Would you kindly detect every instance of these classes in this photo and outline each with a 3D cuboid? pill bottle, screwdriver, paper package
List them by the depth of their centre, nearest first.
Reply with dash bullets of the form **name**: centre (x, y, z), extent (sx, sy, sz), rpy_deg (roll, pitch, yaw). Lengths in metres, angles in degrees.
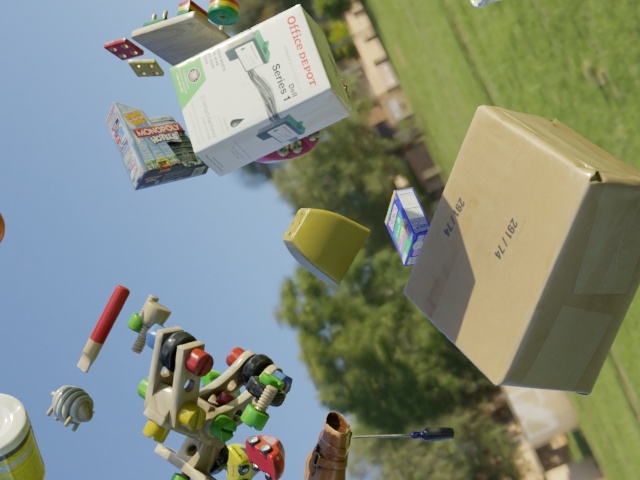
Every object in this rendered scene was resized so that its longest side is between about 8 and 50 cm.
- **paper package**: centre (0.298, 0.008, 1.635), extent (0.168, 0.325, 0.309), rpy_deg (8, -159, -28)
- **pill bottle**: centre (-0.507, 0.352, 1.859), extent (0.208, 0.119, 0.119), rpy_deg (87, 170, -45)
- **screwdriver**: centre (0.135, 0.319, 1.906), extent (0.025, 0.169, 0.024), rpy_deg (-28, -65, -83)

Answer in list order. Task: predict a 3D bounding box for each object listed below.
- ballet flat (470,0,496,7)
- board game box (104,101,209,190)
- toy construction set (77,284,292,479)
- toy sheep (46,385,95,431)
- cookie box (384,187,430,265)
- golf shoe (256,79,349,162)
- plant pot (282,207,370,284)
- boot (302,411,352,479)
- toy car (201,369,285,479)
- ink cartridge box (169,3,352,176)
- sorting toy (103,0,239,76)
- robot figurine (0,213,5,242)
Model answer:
- **ballet flat**: centre (0.270, -0.568, 2.207), extent (0.400, 0.139, 0.139), rpy_deg (41, -156, -53)
- **board game box**: centre (-0.352, -0.209, 2.421), extent (0.194, 0.060, 0.194), rpy_deg (-18, -116, -46)
- **toy construction set**: centre (-0.220, 0.240, 1.708), extent (0.308, 0.237, 0.257), rpy_deg (29, -177, 11)
- **toy sheep**: centre (-0.543, 0.359, 2.522), extent (0.132, 0.091, 0.091), rpy_deg (23, 166, 30)
- **cookie box**: centre (0.158, -0.025, 2.081), extent (0.092, 0.040, 0.107), rpy_deg (102, 154, -49)
- **golf shoe**: centre (-0.063, -0.218, 2.189), extent (0.115, 0.140, 0.306), rpy_deg (57, -137, -10)
- **plant pot**: centre (0.000, 0.000, 1.497), extent (0.083, 0.081, 0.081), rpy_deg (32, 173, -15)
- **boot**: centre (0.018, 0.365, 1.785), extent (0.073, 0.152, 0.197), rpy_deg (11, -164, -21)
- **toy car**: centre (-0.142, 0.325, 2.045), extent (0.225, 0.053, 0.239), rpy_deg (64, 151, 7)
- **ink cartridge box**: centre (-0.086, -0.216, 1.667), extent (0.092, 0.219, 0.160), rpy_deg (43, -155, -62)
- **sorting toy**: centre (-0.210, -0.320, 1.823), extent (0.132, 0.274, 0.046), rpy_deg (30, -121, -48)
- **robot figurine**: centre (-0.736, -0.008, 2.418), extent (0.158, 0.128, 0.219), rpy_deg (63, -160, -22)
